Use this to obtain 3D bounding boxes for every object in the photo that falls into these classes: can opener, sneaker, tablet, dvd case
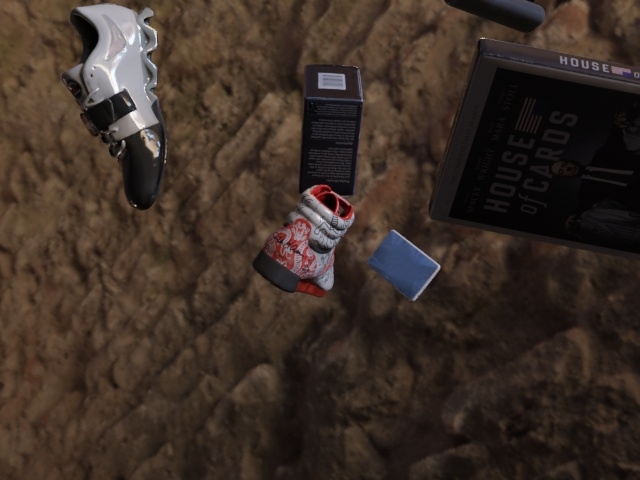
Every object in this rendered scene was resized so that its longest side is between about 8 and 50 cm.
[{"bbox_3d":[0.203,-0.355,1.118,0.095,0.283,0.076,-40,-128,45],"label":"can opener"},{"bbox_3d":[-0.325,-0.205,1.300,0.122,0.146,0.331,-23,-107,51],"label":"sneaker"},{"bbox_3d":[0.098,0.029,1.010,0.083,0.006,0.054,40,-86,34],"label":"tablet"},{"bbox_3d":[0.001,0.001,1.234,0.145,0.090,0.270,-53,167,7],"label":"sneaker"},{"bbox_3d":[0.225,-0.065,0.700,0.179,0.238,0.030,100,0,-46],"label":"dvd case"}]

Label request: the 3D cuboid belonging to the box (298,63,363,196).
[{"bbox_3d":[0.016,-0.208,1.609,0.153,0.108,0.207,-91,-176,-54],"label":"box"}]
